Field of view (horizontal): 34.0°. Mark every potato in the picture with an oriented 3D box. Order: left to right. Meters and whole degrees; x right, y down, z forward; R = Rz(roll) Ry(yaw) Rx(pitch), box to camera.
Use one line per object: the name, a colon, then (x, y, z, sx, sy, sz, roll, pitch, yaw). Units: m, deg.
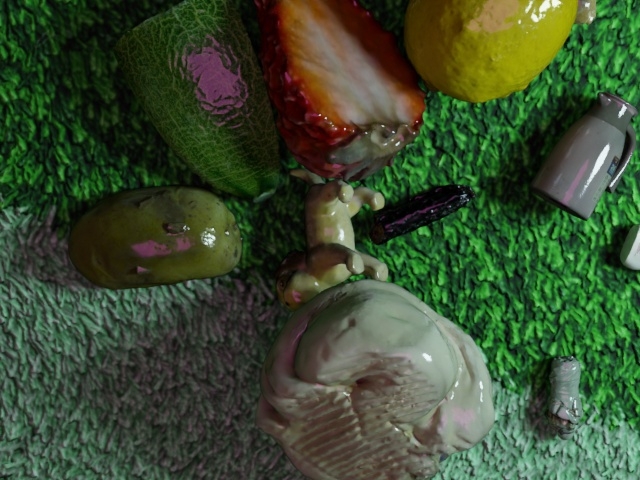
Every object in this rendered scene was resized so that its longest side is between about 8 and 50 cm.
potato: (-0.260, 0.004, 1.617, 0.271, 0.111, 0.160, -5, 103, -1)

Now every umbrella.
umbrella: (0.401, 0.260, 1.721, 0.067, 0.062, 0.143, -11, 102, -31)

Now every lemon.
lemon: (0.245, -0.327, 1.507, 0.233, 0.233, 0.288, 35, 110, -8)

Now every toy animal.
toy animal: (0.010, 0.011, 1.616, 0.168, 0.121, 0.233, 10, 95, 35)

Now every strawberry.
strawberry: (0.000, -0.243, 1.549, 0.149, 0.265, 0.336, -39, 76, 47)

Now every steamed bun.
steamed bun: (0.090, 0.214, 1.597, 0.352, 0.247, 0.339, 43, 125, -18)

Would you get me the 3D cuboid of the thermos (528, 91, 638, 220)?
thermos: (0.427, -0.132, 1.629, 0.137, 0.105, 0.193, 28, 92, -33)

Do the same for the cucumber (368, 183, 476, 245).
cucumber: (0.159, -0.045, 1.654, 0.181, 0.053, 0.053, -22, 101, 1)

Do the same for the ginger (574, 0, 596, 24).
ginger: (0.370, -0.429, 1.579, 0.133, 0.059, 0.214, -36, 99, 9)

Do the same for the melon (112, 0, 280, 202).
melon: (-0.154, -0.198, 1.574, 0.196, 0.124, 0.323, -26, 100, 10)

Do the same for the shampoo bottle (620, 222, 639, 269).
shampoo bottle: (0.565, 0.027, 1.684, 0.152, 0.045, 0.077, 18, 98, -4)
